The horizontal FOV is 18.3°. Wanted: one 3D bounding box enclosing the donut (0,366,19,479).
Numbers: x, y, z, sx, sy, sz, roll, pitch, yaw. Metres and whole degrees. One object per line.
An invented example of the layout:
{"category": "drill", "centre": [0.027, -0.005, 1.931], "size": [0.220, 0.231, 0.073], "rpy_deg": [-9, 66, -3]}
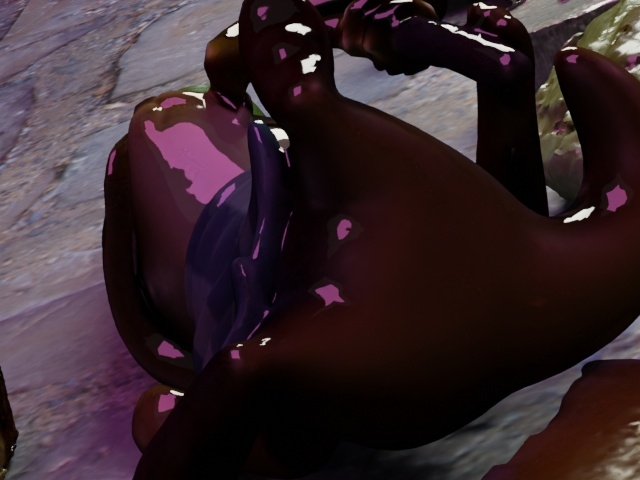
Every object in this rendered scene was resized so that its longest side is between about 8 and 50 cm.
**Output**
{"category": "donut", "centre": [-0.229, 0.118, 1.126], "size": [0.140, 0.059, 0.140], "rpy_deg": [-20, 20, 8]}

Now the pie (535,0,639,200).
{"category": "pie", "centre": [0.256, -0.111, 1.152], "size": [0.306, 0.071, 0.306], "rpy_deg": [-16, 26, 8]}

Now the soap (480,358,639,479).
{"category": "soap", "centre": [0.171, 0.100, 0.716], "size": [0.233, 0.076, 0.135], "rpy_deg": [-7, 24, 40]}

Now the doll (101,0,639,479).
{"category": "doll", "centre": [-0.003, -0.003, 0.917], "size": [0.318, 0.209, 0.340], "rpy_deg": [-44, 9, -14]}

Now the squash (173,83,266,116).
{"category": "squash", "centre": [-0.075, -0.026, 1.269], "size": [0.107, 0.107, 0.395], "rpy_deg": [-20, 18, 7]}

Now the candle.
{"category": "candle", "centre": [0.203, -0.154, 1.357], "size": [0.192, 0.068, 0.168], "rpy_deg": [-37, 21, -32]}
